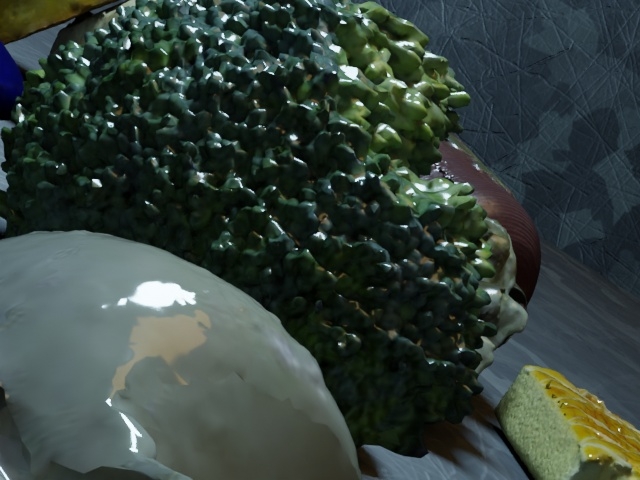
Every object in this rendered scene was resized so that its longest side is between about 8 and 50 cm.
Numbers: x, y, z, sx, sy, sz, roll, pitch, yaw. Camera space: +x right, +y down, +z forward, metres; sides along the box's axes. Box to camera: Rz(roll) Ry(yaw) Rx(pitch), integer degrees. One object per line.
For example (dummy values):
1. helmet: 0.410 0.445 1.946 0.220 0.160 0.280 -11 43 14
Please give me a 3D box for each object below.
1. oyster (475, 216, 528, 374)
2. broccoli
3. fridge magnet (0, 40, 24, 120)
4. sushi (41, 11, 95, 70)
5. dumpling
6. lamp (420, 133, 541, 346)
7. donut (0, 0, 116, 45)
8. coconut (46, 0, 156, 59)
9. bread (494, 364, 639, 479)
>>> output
1. oyster: 0.001 -0.001 1.234 0.351 0.115 0.238 28 21 -19
2. broccoli: -0.012 -0.020 0.985 0.302 0.249 0.375 23 9 -41
3. fridge magnet: -0.304 -0.146 1.050 0.265 0.112 0.265 33 8 -5
4. sushi: -0.210 -0.162 1.572 0.084 0.094 0.098 29 15 -15
5. dumpling: -0.060 0.101 0.518 0.227 0.175 0.243 62 14 -23
6. lamp: 0.087 0.001 1.462 0.180 0.180 0.258 27 18 -40
7. donut: -0.226 -0.249 1.458 0.277 0.278 0.108 -101 169 -78
8. coconut: -0.120 -0.122 1.399 0.194 0.194 0.194 33 9 -6
9. bread: 0.223 0.179 1.350 0.125 0.068 0.188 31 9 -16
